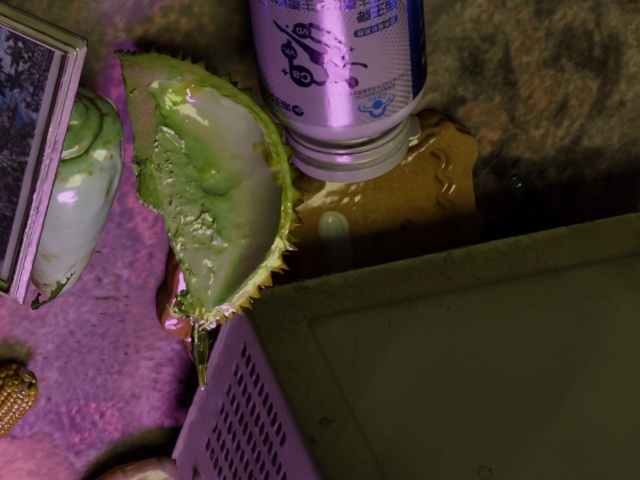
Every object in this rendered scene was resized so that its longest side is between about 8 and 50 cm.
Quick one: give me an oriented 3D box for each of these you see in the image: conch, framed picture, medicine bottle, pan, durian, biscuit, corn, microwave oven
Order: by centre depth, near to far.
[{"bbox_3d":[-0.215,-0.063,1.115,0.011,0.142,0.183,-51,163,-57],"label":"framed picture"},{"bbox_3d":[0.011,-0.133,1.187,0.107,0.107,0.191,-20,133,-15],"label":"medicine bottle"},{"bbox_3d":[-0.161,-0.037,1.188,0.079,0.106,0.170,15,139,-2],"label":"conch"},{"bbox_3d":[-0.067,-0.022,1.204,0.100,0.086,0.215,-15,89,-21],"label":"durian"},{"bbox_3d":[-0.228,0.122,1.311,0.092,0.037,0.037,-44,134,14],"label":"corn"},{"bbox_3d":[0.142,0.185,1.343,0.394,0.333,0.247,-11,145,-26],"label":"microwave oven"},{"bbox_3d":[0.001,0.002,1.344,0.249,0.035,0.184,-19,133,-14],"label":"biscuit"},{"bbox_3d":[0.145,-0.014,1.419,0.068,0.023,0.115,-24,137,-10],"label":"pan"}]

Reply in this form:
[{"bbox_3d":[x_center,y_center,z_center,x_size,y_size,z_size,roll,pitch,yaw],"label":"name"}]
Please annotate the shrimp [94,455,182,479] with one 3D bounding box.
[{"bbox_3d":[-0.126,0.247,1.465,0.152,0.046,0.219,3,121,-27],"label":"shrimp"}]
